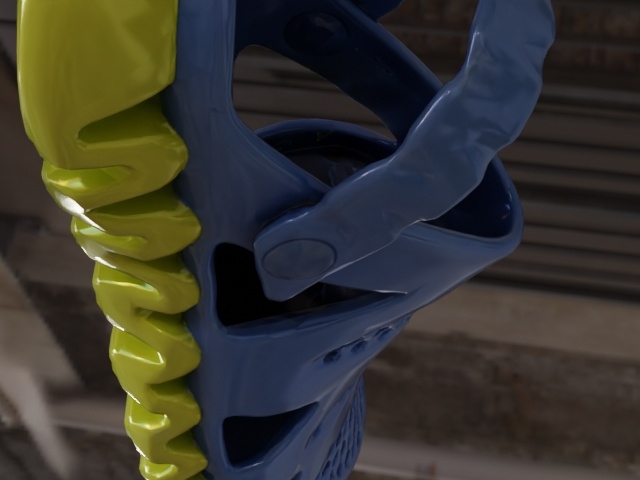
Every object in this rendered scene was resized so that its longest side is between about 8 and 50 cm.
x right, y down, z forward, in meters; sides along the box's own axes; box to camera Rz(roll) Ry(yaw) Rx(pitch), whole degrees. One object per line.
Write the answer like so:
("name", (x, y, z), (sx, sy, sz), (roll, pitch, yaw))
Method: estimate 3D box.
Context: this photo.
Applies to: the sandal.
("sandal", (0.000, 0.000, 0.505), (0.317, 0.138, 0.126), (83, -174, -60))
